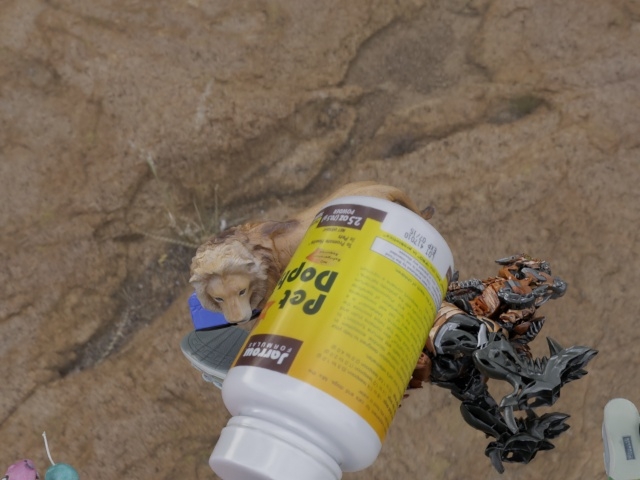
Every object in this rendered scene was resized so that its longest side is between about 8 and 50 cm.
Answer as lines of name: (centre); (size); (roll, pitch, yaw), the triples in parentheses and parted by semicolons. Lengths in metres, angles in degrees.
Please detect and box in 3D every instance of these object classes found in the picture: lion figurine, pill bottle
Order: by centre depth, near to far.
pill bottle: (0.008, 0.080, 0.558); (0.117, 0.117, 0.215); (19, 59, 16)
lion figurine: (0.000, 0.000, 1.159); (0.392, 0.240, 0.142); (-36, 54, -10)

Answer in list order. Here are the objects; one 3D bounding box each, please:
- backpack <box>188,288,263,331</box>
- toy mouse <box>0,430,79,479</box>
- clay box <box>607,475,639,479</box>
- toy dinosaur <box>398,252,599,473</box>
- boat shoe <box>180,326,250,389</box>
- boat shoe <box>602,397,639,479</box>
backpack: (-0.145, 0.092, 1.294); (0.098, 0.120, 0.101); (-9, 89, 31)
toy mouse: (-0.316, 0.287, 0.899); (0.031, 0.161, 0.143); (-16, 54, 21)
clay box: (0.386, 0.346, 0.851); (0.053, 0.222, 0.127); (-5, 93, -5)
toy dinosaur: (0.169, 0.134, 0.872); (0.322, 0.164, 0.218); (-43, 55, -11)
boat shoe: (-0.126, 0.249, 1.432); (0.320, 0.103, 0.118); (19, 39, 28)
boat shoe: (0.553, 0.401, 1.410); (0.079, 0.081, 0.227); (-5, 71, 14)
